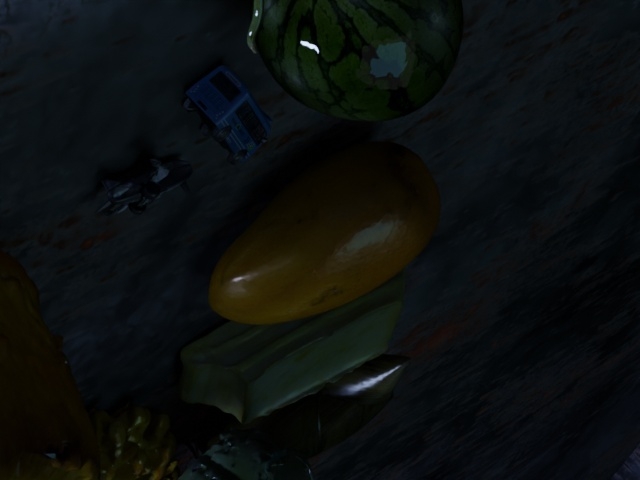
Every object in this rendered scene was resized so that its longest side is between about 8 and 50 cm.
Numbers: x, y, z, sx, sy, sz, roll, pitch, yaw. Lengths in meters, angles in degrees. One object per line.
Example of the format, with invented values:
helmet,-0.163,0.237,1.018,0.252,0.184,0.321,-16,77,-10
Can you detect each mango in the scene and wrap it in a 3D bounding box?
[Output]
mango,0.000,0.000,1.334,0.219,0.112,0.145,-31,160,8

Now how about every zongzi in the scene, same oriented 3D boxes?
zongzi,-0.020,0.181,1.592,0.205,0.094,0.204,-28,-178,-23

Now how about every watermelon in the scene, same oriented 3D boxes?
watermelon,0.017,-0.151,1.018,0.141,0.141,0.187,-44,154,9

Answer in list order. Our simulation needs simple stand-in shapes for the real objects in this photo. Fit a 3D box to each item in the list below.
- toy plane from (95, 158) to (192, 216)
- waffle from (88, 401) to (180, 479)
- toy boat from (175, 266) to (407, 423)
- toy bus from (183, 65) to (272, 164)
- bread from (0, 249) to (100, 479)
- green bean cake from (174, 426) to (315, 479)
toy plane,-0.125,-0.040,1.144,0.083,0.031,0.078,-18,164,-41
waffle,-0.253,0.263,1.468,0.293,0.069,0.260,-39,160,-7
toy boat,-0.006,0.087,1.514,0.276,0.084,0.111,-29,154,-25
toy bus,-0.065,-0.091,1.134,0.046,0.038,0.083,-43,159,-4
bread,-0.308,0.147,0.974,0.337,0.204,0.358,-51,155,13
green bean cake,-0.087,0.337,1.541,0.255,0.132,0.241,-43,127,-16
